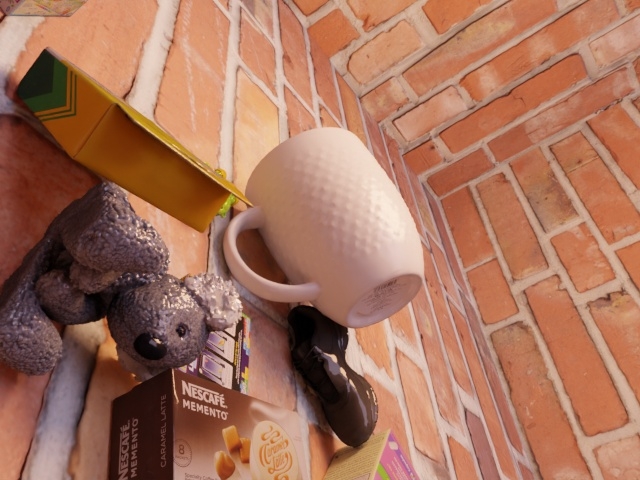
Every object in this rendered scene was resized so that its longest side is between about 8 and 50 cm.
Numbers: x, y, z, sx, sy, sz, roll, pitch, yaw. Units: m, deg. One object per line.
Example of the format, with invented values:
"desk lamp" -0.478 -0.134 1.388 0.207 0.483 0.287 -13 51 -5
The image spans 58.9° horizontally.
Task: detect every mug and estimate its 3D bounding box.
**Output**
"mug" 0.000 0.000 1.074 0.374 0.276 0.328 -13 55 -28

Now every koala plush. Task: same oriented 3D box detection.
"koala plush" -0.208 0.064 0.638 0.221 0.196 0.203 44 6 -29

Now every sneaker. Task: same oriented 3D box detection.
"sneaker" 0.007 0.242 1.044 0.130 0.109 0.286 26 30 -47

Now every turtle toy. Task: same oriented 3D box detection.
"turtle toy" -0.207 -0.094 1.007 0.130 0.066 0.095 60 21 0

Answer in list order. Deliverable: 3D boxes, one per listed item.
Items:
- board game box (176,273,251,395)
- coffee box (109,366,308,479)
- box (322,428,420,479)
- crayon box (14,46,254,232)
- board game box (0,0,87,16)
"board game box" -0.164 0.153 0.812 0.141 0.048 0.170 44 27 -34
"coffee box" -0.124 0.265 0.686 0.246 0.098 0.141 39 30 -45
"box" 0.095 0.467 0.906 0.213 0.117 0.243 60 21 -1
"crayon box" -0.247 -0.124 0.732 0.318 0.081 0.202 37 0 43
"board game box" -0.406 -0.386 0.874 0.026 0.103 0.154 56 20 -11
